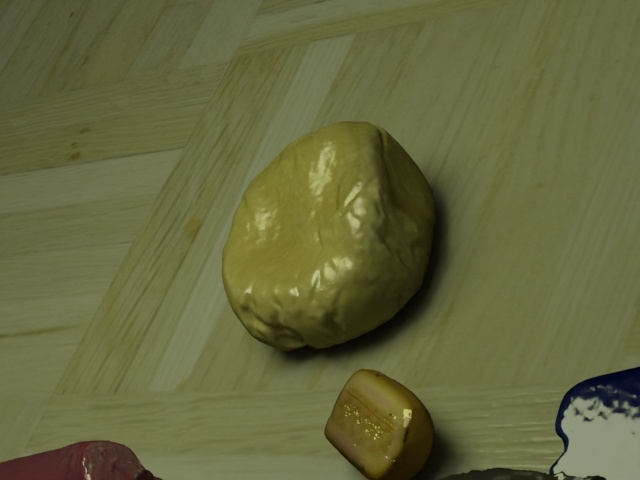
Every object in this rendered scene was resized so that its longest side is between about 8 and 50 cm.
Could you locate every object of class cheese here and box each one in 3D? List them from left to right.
[{"bbox_3d":[0.000,0.000,1.562,0.214,0.117,0.226,-24,42,31],"label":"cheese"}]

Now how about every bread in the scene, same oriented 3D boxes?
[{"bbox_3d":[0.056,0.160,1.380,0.115,0.056,0.082,27,93,56],"label":"bread"}]

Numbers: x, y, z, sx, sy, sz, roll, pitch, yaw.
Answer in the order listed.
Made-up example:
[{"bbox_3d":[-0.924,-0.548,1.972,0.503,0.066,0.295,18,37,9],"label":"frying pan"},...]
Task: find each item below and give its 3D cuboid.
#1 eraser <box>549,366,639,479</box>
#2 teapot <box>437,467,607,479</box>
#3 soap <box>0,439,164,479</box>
[{"bbox_3d":[0.324,0.140,1.120,0.332,0.101,0.155,-18,42,30],"label":"eraser"},{"bbox_3d":[0.081,0.336,0.949,0.376,0.306,0.362,-65,-2,22],"label":"teapot"},{"bbox_3d":[-0.308,0.321,1.476,0.360,0.128,0.233,-16,43,31],"label":"soap"}]
